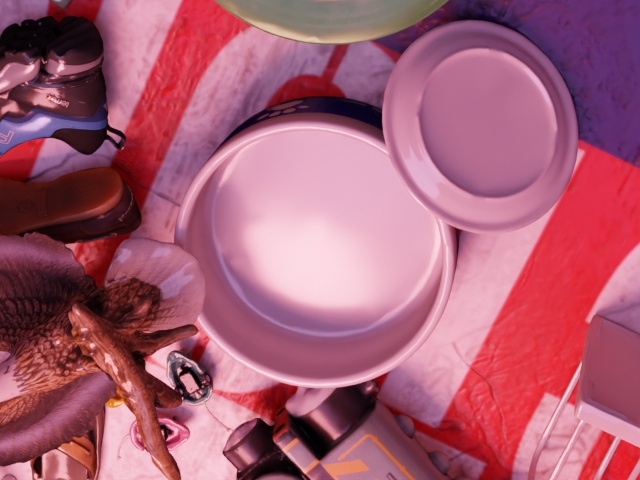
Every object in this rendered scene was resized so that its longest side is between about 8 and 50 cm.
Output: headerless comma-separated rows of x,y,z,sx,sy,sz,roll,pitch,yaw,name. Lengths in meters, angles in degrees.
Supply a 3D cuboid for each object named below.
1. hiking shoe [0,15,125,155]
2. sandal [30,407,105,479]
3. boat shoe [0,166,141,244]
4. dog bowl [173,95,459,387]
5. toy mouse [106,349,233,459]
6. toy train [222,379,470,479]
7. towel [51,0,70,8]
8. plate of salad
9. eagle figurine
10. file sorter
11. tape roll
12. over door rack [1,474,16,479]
-0.346,-0.130,1.819,0.304,0.113,0.132,0,120,16,hiking shoe
-0.270,0.217,1.953,0.090,0.060,0.219,6,110,6,sandal
-0.277,-0.020,1.868,0.207,0.073,0.073,-4,148,16,boat shoe
0.000,0.000,1.817,0.265,0.104,0.265,3,109,8,dog bowl
-0.152,0.161,1.932,0.143,0.031,0.161,18,111,2,toy mouse
0.060,0.279,1.896,0.190,0.142,0.334,-41,97,6,toy train
-0.246,-0.306,1.790,0.113,0.023,0.152,35,110,-4,towel
0.144,-0.103,1.753,0.200,0.048,0.200,4,80,-21,plate of salad
-0.266,0.106,1.787,0.298,0.225,0.226,-4,77,51,eagle figurine
0.342,0.233,1.800,0.278,0.193,0.173,25,114,1,file sorter
0.011,-0.339,1.713,0.321,0.077,0.321,2,108,7,tape roll
-0.481,0.186,1.948,0.239,0.108,0.324,-21,105,15,over door rack
